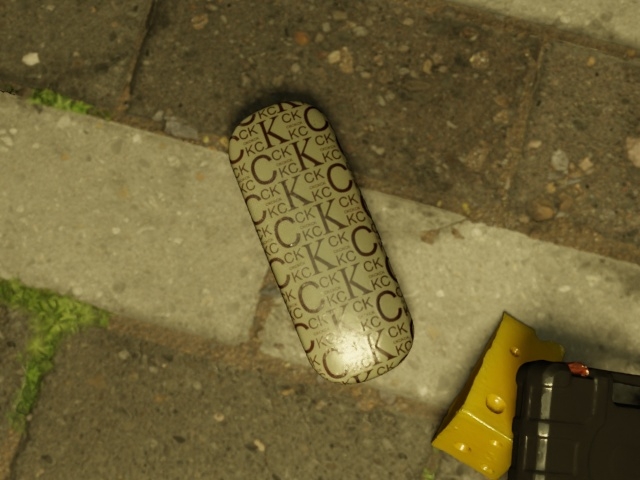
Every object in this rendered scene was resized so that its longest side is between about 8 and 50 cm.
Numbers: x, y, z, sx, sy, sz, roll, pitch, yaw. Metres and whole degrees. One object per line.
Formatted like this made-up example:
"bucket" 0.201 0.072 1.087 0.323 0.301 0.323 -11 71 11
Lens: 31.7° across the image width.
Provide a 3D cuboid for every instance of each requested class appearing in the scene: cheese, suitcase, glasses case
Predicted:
"cheese" 0.221 0.176 1.336 0.093 0.126 0.171 29 62 5
"suitcase" 0.338 0.249 1.259 0.285 0.066 0.206 10 81 -26
"glasses case" 0.000 0.000 1.360 0.137 0.085 0.355 -23 81 -1
